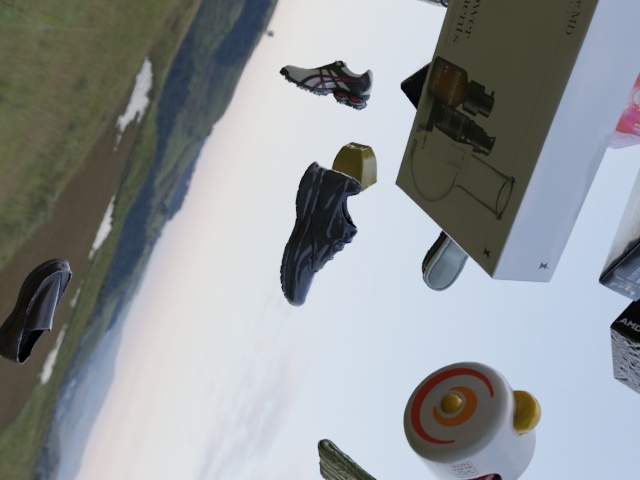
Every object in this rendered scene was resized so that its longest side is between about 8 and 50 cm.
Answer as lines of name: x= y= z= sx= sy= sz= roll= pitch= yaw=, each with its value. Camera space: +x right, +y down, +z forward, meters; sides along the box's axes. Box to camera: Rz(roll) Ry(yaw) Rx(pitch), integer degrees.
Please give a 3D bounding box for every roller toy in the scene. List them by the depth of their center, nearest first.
roller toy: x=0.241 y=0.303 z=1.095 sx=0.191 sy=0.146 sz=0.209 roll=-45 pitch=-149 yaw=-14

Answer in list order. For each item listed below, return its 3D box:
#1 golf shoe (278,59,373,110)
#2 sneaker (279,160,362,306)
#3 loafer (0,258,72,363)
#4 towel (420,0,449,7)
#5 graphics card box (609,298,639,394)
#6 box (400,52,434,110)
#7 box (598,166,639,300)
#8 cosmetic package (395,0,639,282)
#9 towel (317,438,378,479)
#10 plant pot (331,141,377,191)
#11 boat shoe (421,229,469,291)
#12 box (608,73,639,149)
golf shoe: x=0.020 y=-0.466 z=1.920 sx=0.105 sy=0.272 sz=0.120 roll=-50 pitch=160 yaw=-77
sneaker: x=0.000 y=0.000 z=1.280 sx=0.109 sy=0.130 sz=0.286 roll=-64 pitch=169 yaw=-73
loafer: x=-0.523 y=0.136 z=1.251 sx=0.220 sy=0.078 sz=0.080 roll=-59 pitch=157 yaw=6
towel: x=0.220 y=-0.674 z=1.459 sx=0.235 sy=0.121 sz=0.284 roll=42 pitch=-24 yaw=44
graphics card box: x=0.798 y=0.149 z=1.494 sx=0.371 sy=0.233 sz=0.094 roll=-40 pitch=-134 yaw=-14
box: x=0.423 y=-0.425 z=1.557 sx=0.293 sy=0.212 sz=0.395 roll=-28 pitch=-167 yaw=47
box: x=0.445 y=-0.061 z=0.843 sx=0.233 sy=0.059 sz=0.183 roll=-57 pitch=169 yaw=-27
cosmetic package: x=0.234 y=-0.181 z=0.819 sx=0.284 sy=0.097 sz=0.377 roll=-127 pitch=-134 yaw=-56
towel: x=0.053 y=0.402 z=1.119 sx=0.027 sy=0.148 sz=0.110 roll=-36 pitch=140 yaw=-33
plant pot: x=0.072 y=-0.160 z=1.407 sx=0.081 sy=0.081 sz=0.083 roll=-36 pitch=137 yaw=-53
boat shoe: x=0.356 y=-0.012 z=1.687 sx=0.302 sy=0.114 sz=0.091 roll=-49 pitch=-164 yaw=11
box: x=0.505 y=-0.265 z=1.272 sx=0.122 sy=0.256 sz=0.128 roll=178 pitch=-79 yaw=-72
